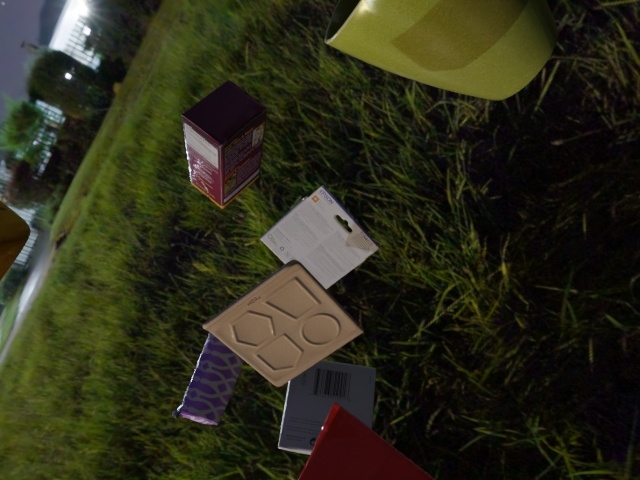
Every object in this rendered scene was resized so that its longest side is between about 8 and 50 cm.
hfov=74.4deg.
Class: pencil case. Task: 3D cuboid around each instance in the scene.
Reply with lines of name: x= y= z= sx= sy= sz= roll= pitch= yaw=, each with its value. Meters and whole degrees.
pencil case: x=-0.200 y=0.248 z=0.814 sx=0.088 sy=0.086 sz=0.206 roll=-23 pitch=41 yaw=55

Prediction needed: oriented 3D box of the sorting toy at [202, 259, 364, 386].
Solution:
sorting toy: x=-0.057 y=0.143 z=0.709 sx=0.193 sy=0.208 sz=0.038 roll=-36 pitch=30 yaw=11

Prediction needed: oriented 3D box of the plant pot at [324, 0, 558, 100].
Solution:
plant pot: x=0.201 y=-0.350 z=0.646 sx=0.275 sy=0.293 sz=0.275 roll=-52 pitch=22 yaw=31

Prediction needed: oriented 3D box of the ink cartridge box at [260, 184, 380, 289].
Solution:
ink cartridge box: x=0.000 y=0.000 z=1.080 sx=0.224 sy=0.223 sz=0.045 roll=-38 pitch=14 yaw=20

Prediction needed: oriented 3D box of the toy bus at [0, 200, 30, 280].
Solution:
toy bus: x=-0.282 y=0.013 z=0.164 sx=0.108 sy=0.130 sz=0.332 roll=-52 pitch=-1 yaw=3

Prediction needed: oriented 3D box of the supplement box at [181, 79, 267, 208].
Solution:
supplement box: x=-0.157 y=-0.151 z=0.698 sx=0.104 sy=0.081 sz=0.188 roll=-48 pitch=-8 yaw=-26

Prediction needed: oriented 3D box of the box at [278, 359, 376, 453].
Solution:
box: x=0.015 y=0.355 z=0.889 sx=0.119 sy=0.181 sz=0.182 roll=94 pitch=-176 yaw=-63

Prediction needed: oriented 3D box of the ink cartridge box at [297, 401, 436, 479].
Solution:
ink cartridge box: x=-0.024 y=0.346 z=0.302 sx=0.308 sy=0.091 sz=0.385 roll=14 pitch=71 yaw=57
